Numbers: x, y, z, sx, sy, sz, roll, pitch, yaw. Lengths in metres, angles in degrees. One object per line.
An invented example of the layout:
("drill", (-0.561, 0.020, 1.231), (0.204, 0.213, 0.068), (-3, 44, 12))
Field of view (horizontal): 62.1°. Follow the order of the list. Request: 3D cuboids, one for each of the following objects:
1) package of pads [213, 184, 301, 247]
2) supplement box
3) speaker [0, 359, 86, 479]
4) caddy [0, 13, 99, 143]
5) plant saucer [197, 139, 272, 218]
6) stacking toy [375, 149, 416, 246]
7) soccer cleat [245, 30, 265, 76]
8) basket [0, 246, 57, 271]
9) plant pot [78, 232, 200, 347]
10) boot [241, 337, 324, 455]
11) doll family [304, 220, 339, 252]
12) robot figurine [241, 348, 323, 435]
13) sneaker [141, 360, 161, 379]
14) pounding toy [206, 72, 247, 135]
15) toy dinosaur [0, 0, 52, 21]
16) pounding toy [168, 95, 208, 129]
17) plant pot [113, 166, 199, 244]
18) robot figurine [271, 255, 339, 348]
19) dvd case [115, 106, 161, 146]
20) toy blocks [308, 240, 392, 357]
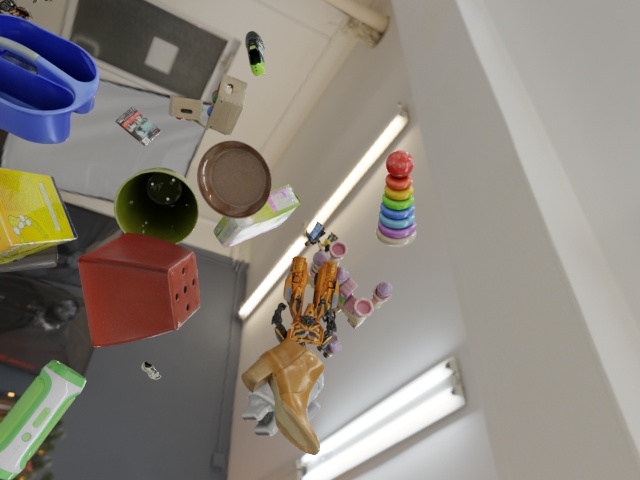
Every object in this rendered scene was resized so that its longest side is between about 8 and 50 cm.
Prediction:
("package of pads", (-0.241, -0.092, 2.045), (0.101, 0.297, 0.229), (60, -33, 7))
("supplement box", (-0.802, -0.052, 1.331), (0.356, 0.194, 0.195), (-128, -162, -87))
("speaker", (-0.771, 0.476, 1.427), (0.296, 0.131, 0.131), (-57, -162, -21))
("caddy", (-0.689, -0.386, 1.234), (0.179, 0.341, 0.241), (125, -12, -56))
("plant saucer", (-0.213, -0.155, 1.343), (0.198, 0.199, 0.036), (-60, 178, 20))
("stacking toy", (0.259, -0.148, 1.770), (0.141, 0.141, 0.330), (-104, -170, -54))
("soccer cleat", (-0.210, -0.611, 1.707), (0.072, 0.060, 0.178), (68, 10, -68))
("basket", (-0.981, 0.028, 1.694), (0.204, 0.227, 0.154), (-11, -91, 54))
("plant pot", (-0.496, 0.139, 1.535), (0.267, 0.236, 0.267), (-56, 146, -70))
("boot", (-0.049, 0.403, 1.428), (0.295, 0.211, 0.104), (45, -47, 17))
("doll family", (0.000, 0.000, 2.177), (0.111, 0.193, 0.076), (-54, -150, -2))
("robot figurine", (-0.123, 0.541, 1.927), (0.200, 0.300, 0.353), (-21, -161, 49))
("sneaker", (-0.615, 0.472, 1.932), (0.032, 0.083, 0.037), (-50, 172, -50))
("pounding toy", (-0.315, -0.426, 1.712), (0.206, 0.094, 0.181), (-52, -152, 45))
("toy dinosaur", (-0.848, -0.642, 1.412), (0.218, 0.322, 0.164), (-39, -135, -9))
("pounding toy", (-0.496, -0.483, 2.009), (0.130, 0.141, 0.100), (-138, -125, -64))
("plant pot", (-0.572, -0.155, 1.907), (0.274, 0.275, 0.293), (-63, -160, 15))
("robot figurine", (-0.038, 0.202, 1.666), (0.085, 0.211, 0.291), (154, -55, -76))
("dvd case", (-0.597, -0.374, 1.744), (0.013, 0.119, 0.087), (-37, -163, 51))
("toy blocks", (0.057, 0.170, 1.787), (0.309, 0.288, 0.260), (-39, 165, -24))
